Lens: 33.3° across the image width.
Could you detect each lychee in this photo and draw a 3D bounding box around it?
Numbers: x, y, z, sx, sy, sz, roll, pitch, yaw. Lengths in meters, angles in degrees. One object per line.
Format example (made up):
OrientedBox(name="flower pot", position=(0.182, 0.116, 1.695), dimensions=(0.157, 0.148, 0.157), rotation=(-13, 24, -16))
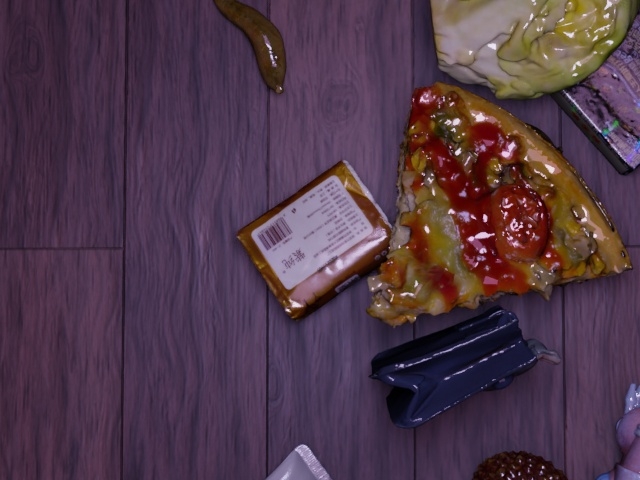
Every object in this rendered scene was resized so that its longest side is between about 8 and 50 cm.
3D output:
OrientedBox(name="lychee", position=(0.316, 0.426, 1.706), dimensions=(0.188, 0.188, 0.188), rotation=(0, 86, 3))

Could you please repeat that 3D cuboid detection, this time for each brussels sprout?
OrientedBox(name="brussels sprout", position=(0.329, -0.391, 1.694), dimensions=(0.344, 0.268, 0.344), rotation=(-8, 59, 14))

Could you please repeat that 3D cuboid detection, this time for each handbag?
OrientedBox(name="handbag", position=(0.216, 0.187, 1.647), dimensions=(0.269, 0.326, 0.118), rotation=(-24, 89, 2))

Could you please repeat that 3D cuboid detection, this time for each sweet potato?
OrientedBox(name="sweet potato", position=(-0.113, -0.361, 1.840), dimensions=(0.069, 0.059, 0.249), rotation=(-35, 80, 13))

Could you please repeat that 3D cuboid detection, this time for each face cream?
OrientedBox(name="face cream", position=(-0.110, 0.487, 1.777), dimensions=(0.314, 0.089, 0.143), rotation=(-36, 85, -10))

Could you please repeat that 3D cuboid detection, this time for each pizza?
OrientedBox(name="pizza", position=(0.236, -0.010, 1.614), dimensions=(0.440, 0.130, 0.406), rotation=(41, 67, 4))

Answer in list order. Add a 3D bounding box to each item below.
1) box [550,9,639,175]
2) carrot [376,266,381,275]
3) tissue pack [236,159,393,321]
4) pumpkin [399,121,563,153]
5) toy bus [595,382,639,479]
OrientedBox(name="box", position=(0.561, -0.281, 1.778), dimensions=(0.310, 0.084, 0.198), rotation=(-41, 85, 0))
OrientedBox(name="carrot", position=(0.107, 0.051, 1.811), dimensions=(0.035, 0.035, 0.142), rotation=(-33, 78, 1))
OrientedBox(name="tissue pack", position=(0.000, 0.000, 1.779), dimensions=(0.226, 0.092, 0.183), rotation=(-34, 76, 0))
OrientedBox(name="pumpkin", position=(0.290, -0.151, 1.776), dimensions=(0.278, 0.111, 0.163), rotation=(34, 84, 6))
OrientedBox(name="toy bus", position=(0.561, 0.379, 1.690), dimensions=(0.232, 0.197, 0.294), rotation=(21, 89, 14))
